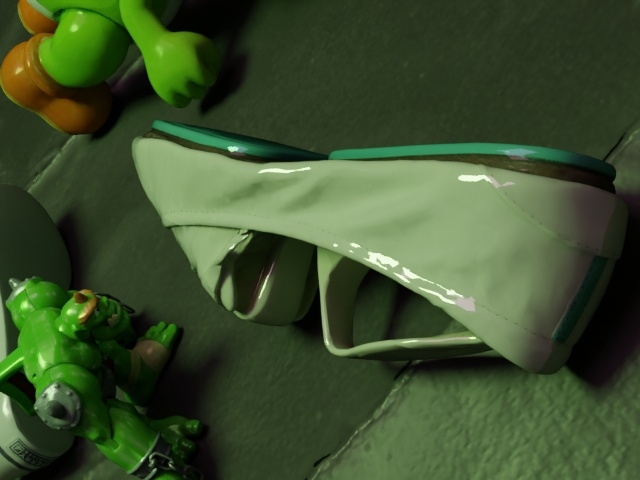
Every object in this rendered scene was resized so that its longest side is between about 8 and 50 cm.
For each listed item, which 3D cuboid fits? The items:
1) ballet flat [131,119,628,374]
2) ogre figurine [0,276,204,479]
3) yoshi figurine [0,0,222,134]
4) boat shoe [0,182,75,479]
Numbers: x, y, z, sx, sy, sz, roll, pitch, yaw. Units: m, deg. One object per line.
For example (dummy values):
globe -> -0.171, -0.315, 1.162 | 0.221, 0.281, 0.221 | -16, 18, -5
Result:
ballet flat -> 0.000, 0.000, 0.750 | 0.400, 0.139, 0.139 | 10, 71, 48
ogre figurine -> -0.150, 0.091, 0.833 | 0.097, 0.118, 0.197 | -33, 44, 26
yoshi figurine -> -0.109, -0.229, 1.021 | 0.362, 0.203, 0.203 | -35, 0, 44
boat shoe -> -0.251, 0.072, 0.979 | 0.088, 0.096, 0.267 | -32, 52, 20
